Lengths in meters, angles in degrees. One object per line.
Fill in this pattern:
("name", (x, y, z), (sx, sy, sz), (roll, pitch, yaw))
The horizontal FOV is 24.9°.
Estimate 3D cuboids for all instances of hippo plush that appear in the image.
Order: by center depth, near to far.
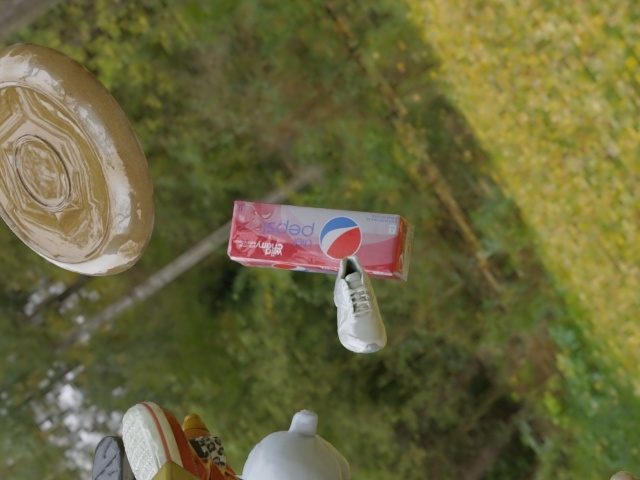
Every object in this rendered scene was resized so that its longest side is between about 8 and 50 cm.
("hippo plush", (-0.009, 0.349, 1.701), (0.236, 0.234, 0.294), (39, 180, 15))

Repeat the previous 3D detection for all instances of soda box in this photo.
("soda box", (0.000, 0.000, 2.140), (0.083, 0.263, 0.092), (29, -113, -69))

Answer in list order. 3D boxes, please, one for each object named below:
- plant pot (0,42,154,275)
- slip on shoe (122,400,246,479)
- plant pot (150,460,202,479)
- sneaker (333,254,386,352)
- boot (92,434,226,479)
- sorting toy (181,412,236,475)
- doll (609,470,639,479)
("plant pot", (-0.252, -0.068, 1.354), (0.236, 0.032, 0.236), (21, 126, 31))
("slip on shoe", (-0.086, 0.254, 1.330), (0.123, 0.101, 0.331), (39, 162, 51))
("plant pot", (-0.115, 0.224, 1.155), (0.081, 0.081, 0.083), (37, -169, -17))
("sneaker", (0.041, 0.075, 1.700), (0.152, 0.054, 0.061), (-109, 12, -54))
("boot", (-0.205, 0.362, 1.852), (0.179, 0.236, 0.085), (1, -178, -43))
("sorting toy", (-0.256, 0.377, 2.203), (0.127, 0.365, 0.126), (19, -135, -31))
("doll", (0.406, 0.303, 1.641), (0.189, 0.129, 0.046), (22, 164, -17))
